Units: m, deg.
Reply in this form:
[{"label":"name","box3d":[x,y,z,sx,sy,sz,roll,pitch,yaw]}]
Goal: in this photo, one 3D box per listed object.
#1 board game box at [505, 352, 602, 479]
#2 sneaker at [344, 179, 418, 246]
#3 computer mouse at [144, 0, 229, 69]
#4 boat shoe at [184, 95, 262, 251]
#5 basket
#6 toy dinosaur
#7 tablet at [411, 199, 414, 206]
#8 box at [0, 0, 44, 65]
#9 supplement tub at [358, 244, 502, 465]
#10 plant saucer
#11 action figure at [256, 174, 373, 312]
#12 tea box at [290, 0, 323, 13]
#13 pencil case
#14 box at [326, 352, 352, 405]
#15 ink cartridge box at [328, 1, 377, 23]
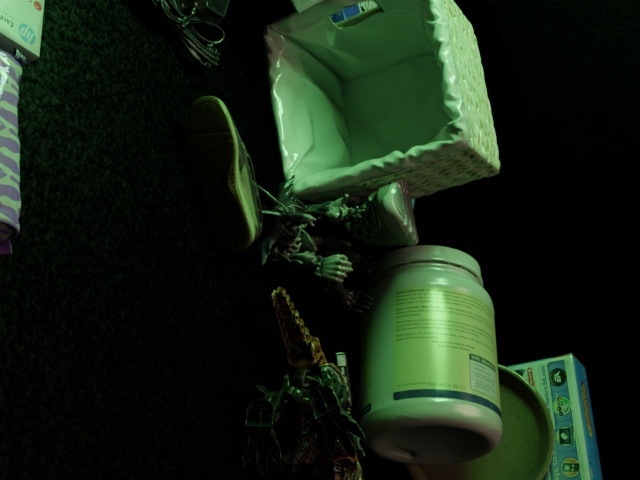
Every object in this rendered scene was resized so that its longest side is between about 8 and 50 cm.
[{"label":"board game box","box3d":[0.355,0.394,1.703,0.086,0.302,0.308,37,45,-49]},{"label":"sneaker","box3d":[0.099,-0.027,1.545,0.281,0.115,0.105,75,5,-79]},{"label":"computer mouse","box3d":[-0.194,-0.411,1.399,0.188,0.072,0.272,49,49,-42]},{"label":"boat shoe","box3d":[-0.135,-0.097,1.321,0.073,0.080,0.223,-28,106,-68]},{"label":"basket","box3d":[0.114,-0.238,1.586,0.266,0.328,0.331,20,57,-59]},{"label":"toy dinosaur","box3d":[-0.022,0.237,1.316,0.322,0.164,0.218,53,14,0]},{"label":"tablet","box3d":[0.194,-0.113,2.005,0.054,0.006,0.083,55,32,-30]},{"label":"box","box3d":[-0.376,-0.311,1.031,0.145,0.038,0.186,33,49,-51]},{"label":"supplement tub","box3d":[0.184,0.196,1.567,0.235,0.235,0.325,42,41,-45]},{"label":"plant saucer","box3d":[0.276,0.350,1.641,0.041,0.278,0.278,72,16,-59]},{"label":"action figure","box3d":[0.000,0.000,1.445,0.275,0.141,0.164,43,51,-46]},{"label":"tea box","box3d":[-0.038,-0.596,1.505,0.323,0.220,0.329,57,7,-27]},{"label":"pencil case","box3d":[-0.345,-0.095,0.927,0.088,0.086,0.206,78,7,-70]},{"label":"box","box3d":[0.027,0.225,1.450,0.018,0.067,0.083,0,71,-18]},{"label":"ink cartridge box","box3d":[0.070,-0.471,1.932,0.207,0.046,0.097,-13,85,-62]}]
